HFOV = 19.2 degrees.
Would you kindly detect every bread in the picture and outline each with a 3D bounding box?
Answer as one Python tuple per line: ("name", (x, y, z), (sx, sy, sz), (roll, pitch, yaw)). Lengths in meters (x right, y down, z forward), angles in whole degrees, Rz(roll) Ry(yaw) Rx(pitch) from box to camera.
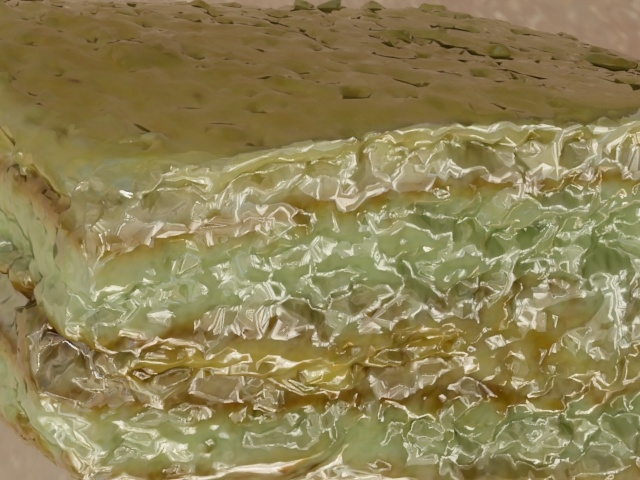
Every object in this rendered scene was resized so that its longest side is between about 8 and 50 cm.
("bread", (0.000, 0.000, 0.437), (0.196, 0.138, 0.102), (-1, 105, -32))
